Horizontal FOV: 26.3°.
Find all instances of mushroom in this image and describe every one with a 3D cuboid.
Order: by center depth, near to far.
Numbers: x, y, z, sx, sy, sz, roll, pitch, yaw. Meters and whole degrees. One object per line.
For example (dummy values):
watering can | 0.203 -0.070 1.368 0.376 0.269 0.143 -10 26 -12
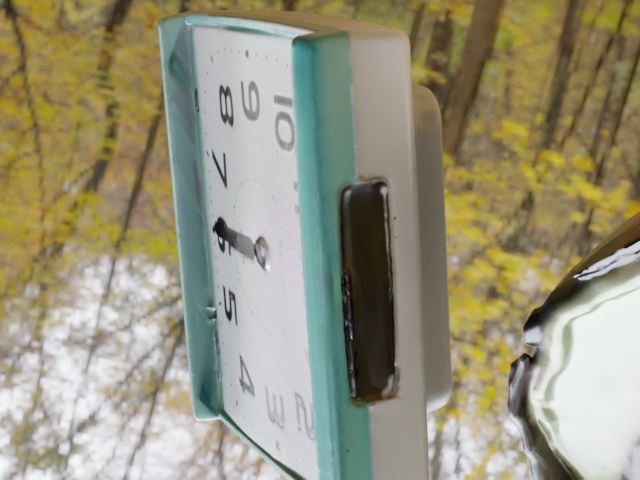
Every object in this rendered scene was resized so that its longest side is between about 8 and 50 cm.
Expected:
mushroom | 0.262 0.067 0.781 0.247 0.344 0.130 38 -129 1

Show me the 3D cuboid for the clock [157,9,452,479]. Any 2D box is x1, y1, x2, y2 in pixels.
clock | 0.000 0.000 0.781 0.116 0.262 0.231 -11 -165 -23
